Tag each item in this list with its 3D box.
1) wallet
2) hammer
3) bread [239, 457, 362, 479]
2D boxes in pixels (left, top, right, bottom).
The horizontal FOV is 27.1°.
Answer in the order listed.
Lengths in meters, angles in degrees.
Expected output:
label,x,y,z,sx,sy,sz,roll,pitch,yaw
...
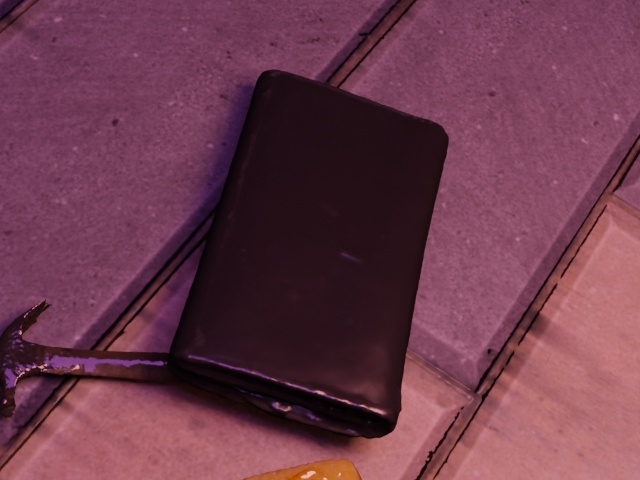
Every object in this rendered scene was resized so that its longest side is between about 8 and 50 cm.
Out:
label,x,y,z,sx,sy,sz,roll,pitch,yaw
wallet,0.000,0.001,1.367,0.228,0.062,0.406,17,49,-3
hammer,-0.162,0.123,1.281,0.297,0.027,0.125,6,58,-10
bread,-0.017,0.335,1.117,0.184,0.114,0.275,-9,52,-21
